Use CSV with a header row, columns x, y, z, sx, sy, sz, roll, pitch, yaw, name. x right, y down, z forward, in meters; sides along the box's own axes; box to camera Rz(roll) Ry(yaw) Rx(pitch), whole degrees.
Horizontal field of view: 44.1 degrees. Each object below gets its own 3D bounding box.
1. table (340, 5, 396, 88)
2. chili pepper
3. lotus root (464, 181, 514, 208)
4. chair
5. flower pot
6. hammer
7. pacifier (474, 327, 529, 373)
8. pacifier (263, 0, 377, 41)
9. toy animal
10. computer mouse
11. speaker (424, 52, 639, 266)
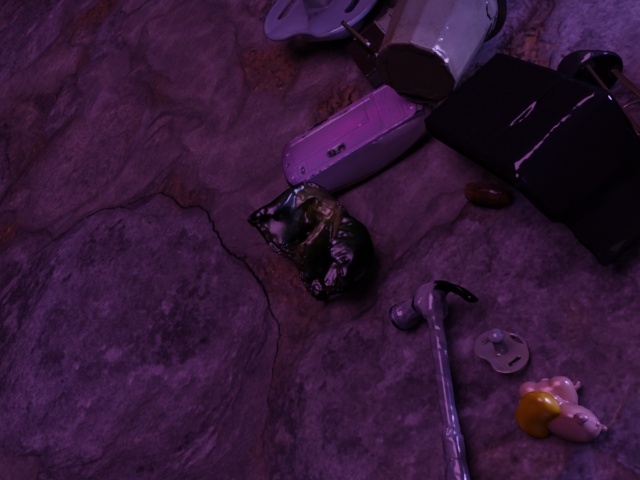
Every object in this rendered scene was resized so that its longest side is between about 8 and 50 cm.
x,y,z,sx,sy,sz,roll,pitch,yaw,name
0.154,-0.433,1.543,0.240,0.111,0.121,-38,44,11,table
0.005,0.006,1.370,0.148,0.116,0.264,-41,44,-9,chili pepper
0.266,-0.071,1.259,0.083,0.037,0.030,10,72,41,lotus root
0.448,-0.204,1.180,0.095,0.104,0.221,-19,51,-7,chair
0.194,-0.352,1.369,0.212,0.212,0.202,5,58,39,flower pot
0.174,0.252,1.094,0.152,0.044,0.427,-36,47,44,hammer
0.254,0.144,1.102,0.068,0.064,0.083,-36,43,-12,pacifier
-0.014,-0.540,1.658,0.299,0.233,0.244,9,64,40,pacifier
0.304,0.205,1.010,0.114,0.091,0.082,-1,47,39,toy animal
0.069,-0.191,1.468,0.310,0.072,0.158,-29,49,17,computer mouse
0.326,-0.135,1.179,0.180,0.184,0.388,-42,25,5,speaker
